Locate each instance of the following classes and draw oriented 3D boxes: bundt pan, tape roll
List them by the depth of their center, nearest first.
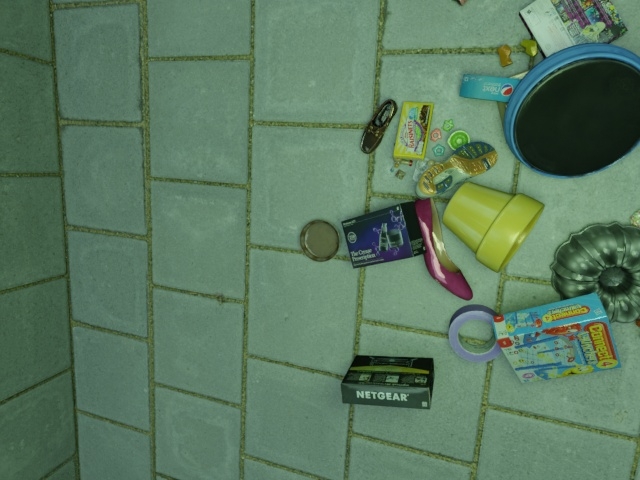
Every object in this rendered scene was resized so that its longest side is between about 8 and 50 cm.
[{"bbox_3d":[0.903,0.116,1.295,0.330,0.124,0.332,5,107,18],"label":"bundt pan"},{"bbox_3d":[0.553,0.328,1.487,0.188,0.080,0.189,4,101,19],"label":"tape roll"}]

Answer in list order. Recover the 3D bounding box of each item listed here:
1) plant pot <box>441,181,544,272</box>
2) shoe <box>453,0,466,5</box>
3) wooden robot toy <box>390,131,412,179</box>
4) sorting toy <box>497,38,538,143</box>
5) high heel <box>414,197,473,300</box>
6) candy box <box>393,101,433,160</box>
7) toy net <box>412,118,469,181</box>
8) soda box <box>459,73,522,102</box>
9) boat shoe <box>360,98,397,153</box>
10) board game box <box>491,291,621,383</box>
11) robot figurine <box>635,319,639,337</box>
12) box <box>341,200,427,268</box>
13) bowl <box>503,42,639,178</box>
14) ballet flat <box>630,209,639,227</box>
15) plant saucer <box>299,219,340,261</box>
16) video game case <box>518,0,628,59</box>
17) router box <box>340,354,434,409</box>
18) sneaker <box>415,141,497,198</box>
[{"bbox_3d":[0.537,-0.065,1.350,0.239,0.253,0.254,37,109,25],"label":"plant pot"},{"bbox_3d":[0.419,-0.838,1.340,0.178,0.063,0.081,45,105,2],"label":"shoe"},{"bbox_3d":[0.285,-0.298,1.470,0.076,0.079,0.174,10,103,17],"label":"wooden robot toy"},{"bbox_3d":[0.672,-0.480,1.317,0.228,0.041,0.308,-12,95,34],"label":"sorting toy"},{"bbox_3d":[0.429,0.026,1.448,0.377,0.127,0.181,47,117,8],"label":"high heel"},{"bbox_3d":[0.318,-0.375,1.432,0.105,0.027,0.206,8,77,19],"label":"candy box"},{"bbox_3d":[0.396,-0.302,1.450,0.122,0.045,0.232,47,110,5],"label":"toy net"},{"bbox_3d":[0.556,-0.478,1.326,0.209,0.067,0.071,19,113,30],"label":"soda box"},{"bbox_3d":[0.199,-0.404,1.485,0.073,0.073,0.207,31,109,10],"label":"boat shoe"},{"bbox_3d":[0.740,0.320,1.320,0.301,0.086,0.308,-21,128,26],"label":"board game box"},{"bbox_3d":[1.096,0.258,1.268,0.219,0.158,0.128,-12,130,20],"label":"robot figurine"},{"bbox_3d":[0.218,-0.015,1.477,0.261,0.103,0.185,-16,86,43],"label":"box"},{"bbox_3d":[0.745,-0.355,1.217,0.390,0.077,0.392,8,129,10],"label":"bowl"},{"bbox_3d":[1.072,-0.074,1.246,0.240,0.077,0.091,-8,97,20],"label":"ballet flat"},{"bbox_3d":[0.000,0.000,1.644,0.168,0.029,0.169,3,100,19],"label":"plant saucer"},{"bbox_3d":[0.758,-0.659,1.268,0.210,0.041,0.232,-31,89,23],"label":"video game case"},{"bbox_3d":[0.253,0.509,1.533,0.308,0.243,0.081,-3,98,20],"label":"router box"},{"bbox_3d":[0.443,-0.233,1.406,0.296,0.131,0.112,-24,83,-7],"label":"sneaker"}]
